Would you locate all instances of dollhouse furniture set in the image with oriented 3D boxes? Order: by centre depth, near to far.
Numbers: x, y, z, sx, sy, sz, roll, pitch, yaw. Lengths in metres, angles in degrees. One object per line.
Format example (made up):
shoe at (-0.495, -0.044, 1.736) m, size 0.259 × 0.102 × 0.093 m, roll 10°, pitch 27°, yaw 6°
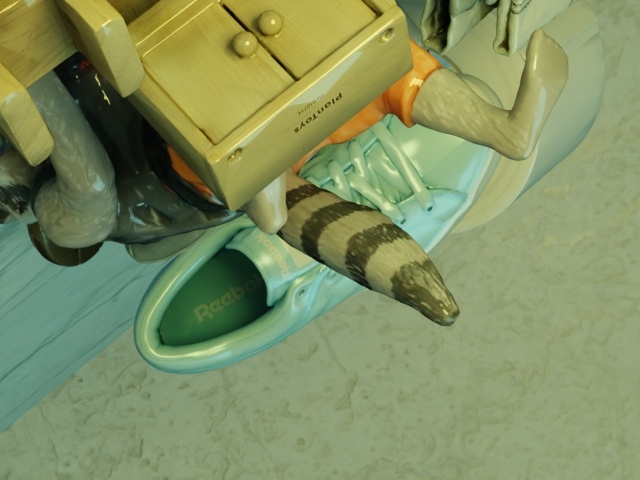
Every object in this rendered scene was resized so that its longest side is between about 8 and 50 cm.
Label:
dollhouse furniture set at (-0.065, -0.143, 0.604) m, size 0.212 × 0.161 × 0.242 m, roll -39°, pitch 156°, yaw -10°

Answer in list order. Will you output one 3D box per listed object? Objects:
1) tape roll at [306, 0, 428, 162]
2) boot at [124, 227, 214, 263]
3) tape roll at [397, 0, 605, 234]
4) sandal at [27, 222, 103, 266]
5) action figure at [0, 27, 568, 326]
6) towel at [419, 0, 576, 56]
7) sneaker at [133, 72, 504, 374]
tape roll at (-0.047, -0.111, 1.415) m, size 0.286 × 0.100 × 0.286 m, roll -38°, pitch 178°, yaw -2°
boot at (-0.076, -0.079, 1.181) m, size 0.190 × 0.076 × 0.208 m, roll -37°, pitch 157°, yaw -8°
tape roll at (0.122, -0.146, 1.581) m, size 0.246 × 0.246 × 0.169 m, roll -41°, pitch 177°, yaw 38°
sandal at (-0.175, -0.044, 1.207) m, size 0.219 × 0.060 × 0.090 m, roll -64°, pitch 164°, yaw -69°
action figure at (-0.092, -0.034, 0.856) m, size 0.341 × 0.178 × 0.330 m, roll -32°, pitch -158°, yaw -35°
towel at (0.205, -0.287, 1.136) m, size 0.324 × 0.056 × 0.312 m, roll -35°, pitch 155°, yaw -27°
sneaker at (0.000, 0.000, 1.388) m, size 0.366 × 0.135 × 0.150 m, roll -40°, pitch -179°, yaw 11°
